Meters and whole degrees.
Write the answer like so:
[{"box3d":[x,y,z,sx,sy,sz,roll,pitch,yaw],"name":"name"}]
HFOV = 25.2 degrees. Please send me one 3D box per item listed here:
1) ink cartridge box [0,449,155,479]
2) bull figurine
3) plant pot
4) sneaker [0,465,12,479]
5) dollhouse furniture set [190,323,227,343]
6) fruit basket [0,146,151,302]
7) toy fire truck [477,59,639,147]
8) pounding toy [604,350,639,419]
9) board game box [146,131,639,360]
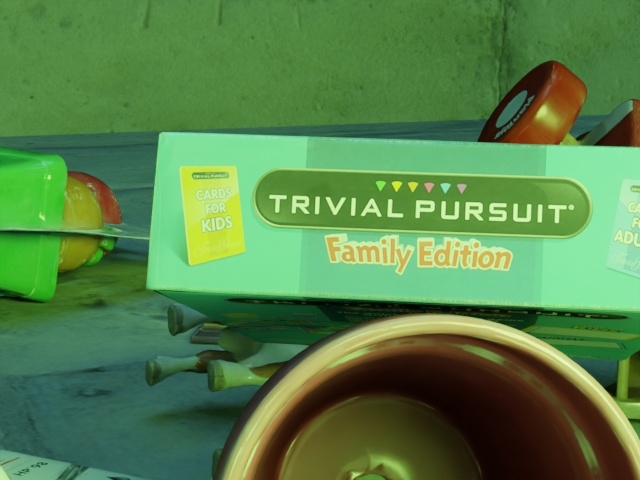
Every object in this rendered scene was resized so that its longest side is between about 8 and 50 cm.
[{"box3d":[-0.171,0.169,0.812,0.180,0.060,0.104,6,13,26],"name":"ink cartridge box"},{"box3d":[-0.003,0.104,1.034,0.188,0.101,0.310,0,11,-22],"name":"bull figurine"},{"box3d":[0.042,0.136,0.705,0.201,0.201,0.180,-1,-4,-7],"name":"plant pot"},{"box3d":[-0.185,0.173,0.651,0.152,0.114,0.305,-8,14,-41],"name":"sneaker"},{"box3d":[-0.061,0.049,1.366,0.114,0.081,0.091,2,11,7],"name":"dollhouse furniture set"},{"box3d":[-0.314,-0.011,1.593,0.327,0.166,0.353,10,-1,38],"name":"fruit basket"},{"box3d":[0.162,0.022,1.124,0.169,0.302,0.254,39,30,-12],"name":"toy fire truck"},{"box3d":[0.311,0.065,1.116,0.154,0.155,0.269,-4,10,-36],"name":"pounding toy"},{"box3d":[0.064,0.013,0.806,0.253,0.079,0.336,2,-8,6],"name":"board game box"}]
